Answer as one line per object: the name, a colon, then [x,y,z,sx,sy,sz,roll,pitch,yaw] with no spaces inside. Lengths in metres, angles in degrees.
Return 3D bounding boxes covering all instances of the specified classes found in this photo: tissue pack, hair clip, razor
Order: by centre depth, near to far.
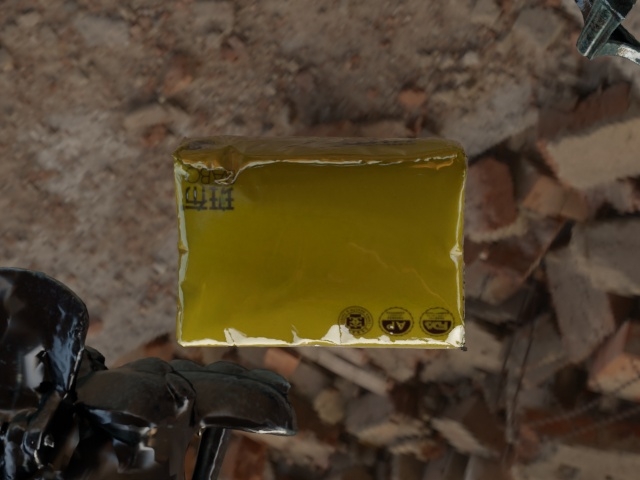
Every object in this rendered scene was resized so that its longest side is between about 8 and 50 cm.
razor: [0.159,-0.118,0.767,0.033,0.190,0.066,-44,86,9]
hair clip: [-0.179,0.129,0.909,0.310,0.206,0.194,12,82,18]
tissue pack: [0.000,0.000,1.275,0.271,0.134,0.192,-1,102,4]
